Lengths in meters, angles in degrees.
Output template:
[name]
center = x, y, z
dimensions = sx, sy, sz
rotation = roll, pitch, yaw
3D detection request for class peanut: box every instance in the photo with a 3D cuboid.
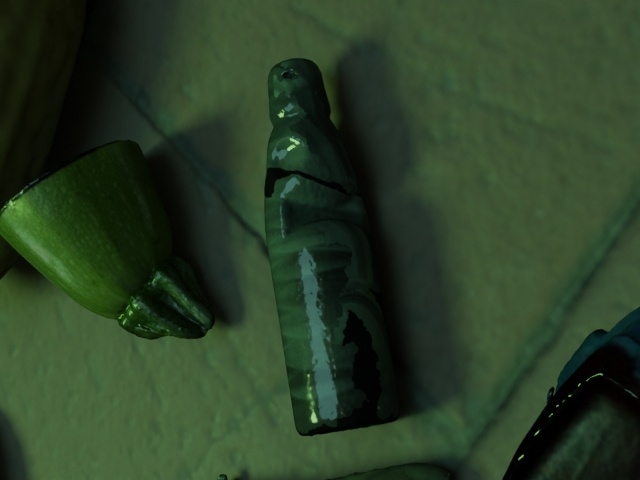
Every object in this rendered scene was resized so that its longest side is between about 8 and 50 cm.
[peanut]
center = -0.240, -0.111, 0.879
dimensions = 0.339, 0.158, 0.174
rotation = -69, 25, 7

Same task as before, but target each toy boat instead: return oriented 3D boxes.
[toy boat]
center = 0.131, 0.129, 0.617
dimensions = 0.100, 0.097, 0.223
rotation = 37, 125, 30

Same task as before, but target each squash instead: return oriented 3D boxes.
[squash]
center = -0.123, 0.017, 0.831
dimensions = 0.105, 0.105, 0.132
rotation = -37, 85, 30

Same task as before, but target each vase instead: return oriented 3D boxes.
[vase]
center = 0.000, 0.000, 0.744
dimensions = 0.060, 0.060, 0.211
rotation = -16, 77, 36

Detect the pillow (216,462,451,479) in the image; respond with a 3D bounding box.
[pillow]
center = -0.025, 0.253, 0.688
dimensions = 0.185, 0.075, 0.302
rotation = -14, 52, 33
